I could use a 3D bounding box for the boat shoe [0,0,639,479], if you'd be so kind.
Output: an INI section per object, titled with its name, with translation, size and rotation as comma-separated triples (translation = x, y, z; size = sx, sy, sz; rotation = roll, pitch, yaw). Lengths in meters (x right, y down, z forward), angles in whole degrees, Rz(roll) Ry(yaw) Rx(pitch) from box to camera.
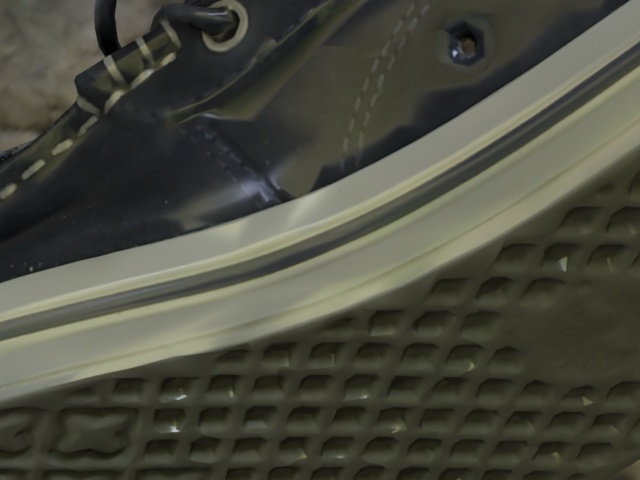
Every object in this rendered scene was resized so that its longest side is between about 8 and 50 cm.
[boat shoe]
translation = 0.000, 0.000, 0.534
size = 0.187, 0.500, 0.156
rotation = 49, 18, -44
